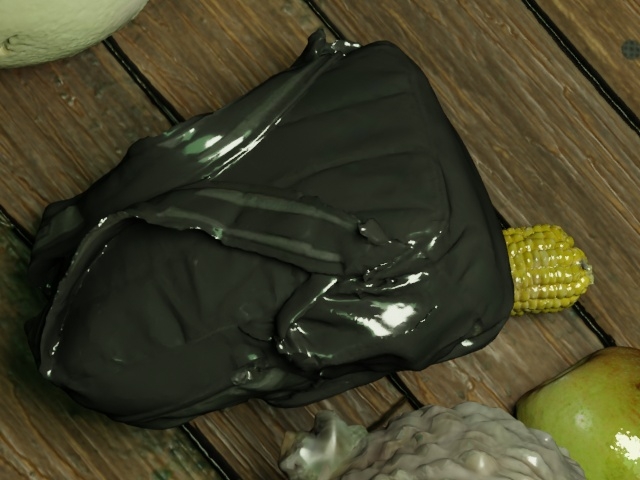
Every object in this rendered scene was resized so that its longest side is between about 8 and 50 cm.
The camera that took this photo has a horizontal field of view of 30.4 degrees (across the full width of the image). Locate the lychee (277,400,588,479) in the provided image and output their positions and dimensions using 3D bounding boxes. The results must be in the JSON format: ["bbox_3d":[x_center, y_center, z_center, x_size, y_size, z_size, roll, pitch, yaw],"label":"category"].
[{"bbox_3d":[0.102,0.341,1.041,0.380,0.380,0.432,-35,87,-9],"label":"lychee"}]

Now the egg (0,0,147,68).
[{"bbox_3d":[-0.312,-0.288,1.100,0.337,0.337,0.201,18,41,-3],"label":"egg"}]

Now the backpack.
[{"bbox_3d":[-0.067,0.006,1.103,0.445,0.255,0.363,-24,43,9],"label":"backpack"}]

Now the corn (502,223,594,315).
[{"bbox_3d":[0.135,0.050,1.228,0.291,0.101,0.101,-13,84,-4],"label":"corn"}]

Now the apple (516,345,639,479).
[{"bbox_3d":[0.306,0.205,1.193,0.207,0.174,0.188,-35,90,-25],"label":"apple"}]
